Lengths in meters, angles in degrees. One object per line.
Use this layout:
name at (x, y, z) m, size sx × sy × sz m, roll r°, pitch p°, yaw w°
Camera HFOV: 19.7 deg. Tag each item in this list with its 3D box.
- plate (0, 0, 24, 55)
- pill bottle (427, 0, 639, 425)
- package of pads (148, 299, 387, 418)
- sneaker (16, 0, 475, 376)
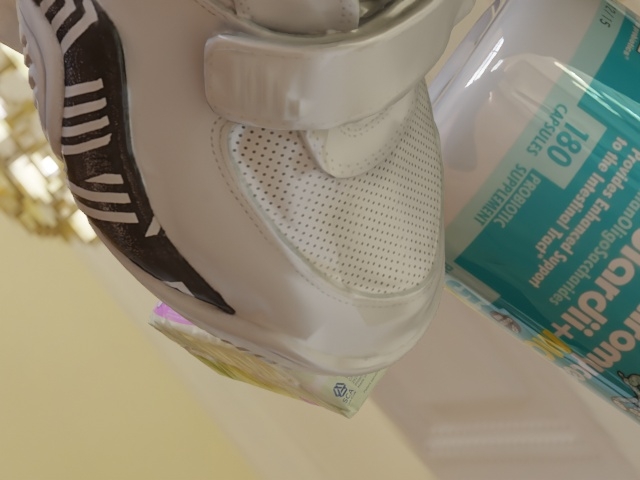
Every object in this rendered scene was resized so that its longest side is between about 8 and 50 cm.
plate at (-0.158, -0.195, 1.148) m, size 0.277 × 0.045 × 0.278 m, roll 30°, pitch -29°, yaw -2°
pill bottle at (0.159, 0.007, 0.806) m, size 0.264 × 0.146 × 0.146 m, roll 35°, pitch -21°, yaw -3°
package of pads at (0.000, 0.000, 1.380) m, size 0.101 × 0.229 × 0.296 m, roll 37°, pitch -11°, yaw -19°
sneaker at (0.010, -0.101, 0.531) m, size 0.210 × 0.137 × 0.366 m, roll 8°, pitch -51°, yaw 41°
